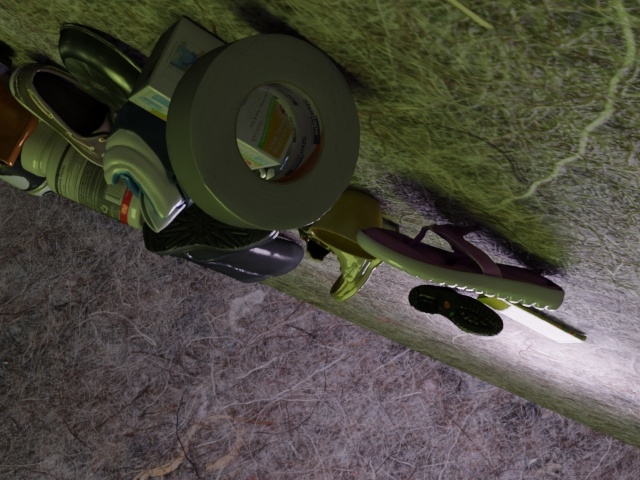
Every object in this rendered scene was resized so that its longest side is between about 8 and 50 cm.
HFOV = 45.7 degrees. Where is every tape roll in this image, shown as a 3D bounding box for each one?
[{"bbox_3d":[-0.062,-0.122,0.871,0.219,0.219,0.072,30,167,-30],"label":"tape roll"}]

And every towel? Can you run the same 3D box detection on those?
[{"bbox_3d":[0.470,0.170,1.692,0.237,0.021,0.102,27,164,-11],"label":"towel"}]

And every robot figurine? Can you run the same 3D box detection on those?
[{"bbox_3d":[-0.839,-0.235,2.127,0.278,0.173,0.209,36,-152,-48],"label":"robot figurine"}]

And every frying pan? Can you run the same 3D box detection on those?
[{"bbox_3d":[-0.341,-0.244,1.272,0.197,0.053,0.326,31,163,8],"label":"frying pan"}]

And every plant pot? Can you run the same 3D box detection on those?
[{"bbox_3d":[0.059,-0.035,1.367,0.134,0.095,0.134,24,169,5],"label":"plant pot"}]

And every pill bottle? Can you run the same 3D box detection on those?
[{"bbox_3d":[-0.535,-0.166,1.807,0.318,0.176,0.176,24,169,3],"label":"pill bottle"}]

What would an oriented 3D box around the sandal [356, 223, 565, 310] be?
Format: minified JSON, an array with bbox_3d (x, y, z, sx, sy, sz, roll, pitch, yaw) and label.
[{"bbox_3d":[0.240,0.019,1.266,0.416,0.102,0.169,15,-170,-29],"label":"sandal"}]

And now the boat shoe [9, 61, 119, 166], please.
[{"bbox_3d":[-0.445,-0.229,1.480,0.324,0.117,0.096,38,166,-34],"label":"boat shoe"}]

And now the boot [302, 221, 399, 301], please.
[{"bbox_3d":[0.034,0.017,1.503,0.165,0.077,0.213,28,126,-13],"label":"boot"}]

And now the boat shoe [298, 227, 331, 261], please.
[{"bbox_3d":[-0.007,-0.004,1.664,0.095,0.095,0.257,26,169,-9],"label":"boat shoe"}]

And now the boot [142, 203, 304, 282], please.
[{"bbox_3d":[-0.164,0.010,1.902,0.366,0.146,0.445,-3,163,27],"label":"boot"}]

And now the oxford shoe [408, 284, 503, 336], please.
[{"bbox_3d":[0.327,0.153,1.780,0.227,0.083,0.096,25,-162,22],"label":"oxford shoe"}]

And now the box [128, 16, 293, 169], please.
[{"bbox_3d":[-0.134,-0.188,1.015,0.203,0.103,0.114,29,168,-24],"label":"box"}]

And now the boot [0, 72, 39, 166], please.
[{"bbox_3d":[-0.704,-0.267,1.584,0.295,0.211,0.104,18,167,31],"label":"boot"}]

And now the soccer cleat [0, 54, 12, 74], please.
[{"bbox_3d":[-0.727,-0.347,1.495,0.318,0.117,0.108,18,168,32],"label":"soccer cleat"}]

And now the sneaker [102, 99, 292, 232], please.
[{"bbox_3d":[-0.166,-0.101,1.150,0.322,0.236,0.130,29,169,-23],"label":"sneaker"}]
